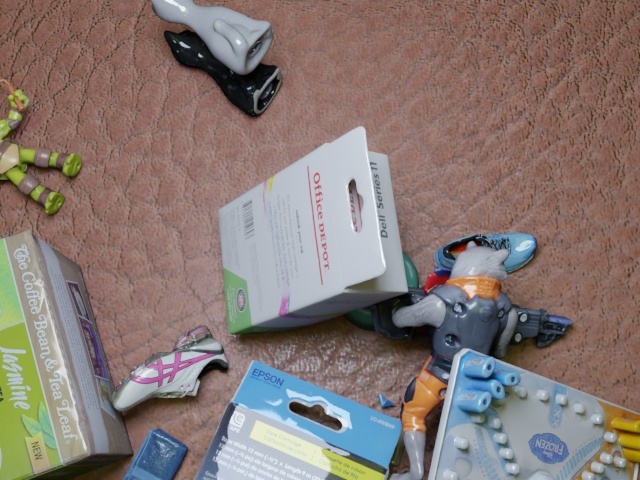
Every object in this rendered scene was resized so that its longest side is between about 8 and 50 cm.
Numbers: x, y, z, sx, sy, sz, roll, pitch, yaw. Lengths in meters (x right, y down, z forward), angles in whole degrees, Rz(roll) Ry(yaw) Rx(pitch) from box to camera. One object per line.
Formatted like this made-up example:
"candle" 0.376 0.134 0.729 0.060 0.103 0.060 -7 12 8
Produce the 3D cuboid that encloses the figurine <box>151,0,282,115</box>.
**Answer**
"figurine" -0.180 -0.319 1.224 0.209 0.215 0.092 30 76 12

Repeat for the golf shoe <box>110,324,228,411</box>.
"golf shoe" -0.223 0.205 1.133 0.186 0.067 0.086 -32 76 -28

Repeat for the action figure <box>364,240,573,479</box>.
"action figure" 0.239 0.167 1.064 0.341 0.178 0.330 0 93 -17

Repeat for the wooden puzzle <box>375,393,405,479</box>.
"wooden puzzle" 0.093 0.299 1.145 0.078 0.014 0.116 24 77 4

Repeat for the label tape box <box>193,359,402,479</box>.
"label tape box" -0.058 0.382 1.074 0.249 0.115 0.347 21 66 8

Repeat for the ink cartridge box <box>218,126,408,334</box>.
"ink cartridge box" 0.000 0.000 1.062 0.119 0.353 0.207 5 71 -38

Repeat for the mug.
"mug" 0.078 0.079 1.161 0.129 0.097 0.158 39 79 11

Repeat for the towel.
"towel" -0.255 0.349 1.138 0.067 0.029 0.119 28 77 9

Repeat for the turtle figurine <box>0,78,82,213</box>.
"turtle figurine" -0.525 -0.122 1.251 0.217 0.087 0.269 24 68 1

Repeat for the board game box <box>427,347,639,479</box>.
"board game box" 0.292 0.378 0.980 0.390 0.050 0.390 23 74 -30

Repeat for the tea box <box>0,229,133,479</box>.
"tea box" -0.489 0.208 1.089 0.323 0.220 0.329 -21 75 -4

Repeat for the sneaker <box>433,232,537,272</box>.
"sneaker" 0.261 0.019 1.182 0.162 0.073 0.063 -11 74 0
